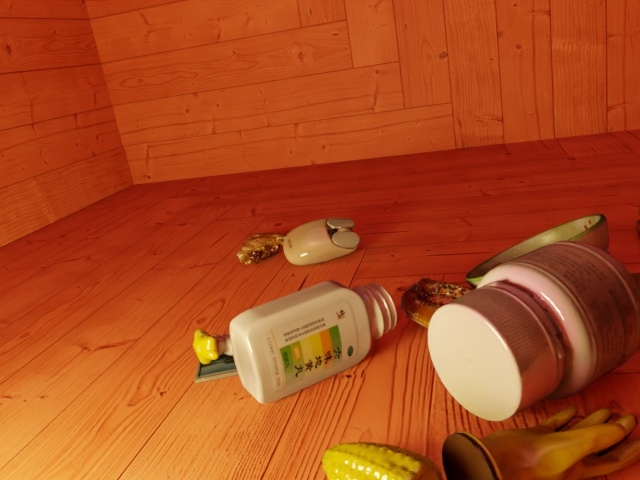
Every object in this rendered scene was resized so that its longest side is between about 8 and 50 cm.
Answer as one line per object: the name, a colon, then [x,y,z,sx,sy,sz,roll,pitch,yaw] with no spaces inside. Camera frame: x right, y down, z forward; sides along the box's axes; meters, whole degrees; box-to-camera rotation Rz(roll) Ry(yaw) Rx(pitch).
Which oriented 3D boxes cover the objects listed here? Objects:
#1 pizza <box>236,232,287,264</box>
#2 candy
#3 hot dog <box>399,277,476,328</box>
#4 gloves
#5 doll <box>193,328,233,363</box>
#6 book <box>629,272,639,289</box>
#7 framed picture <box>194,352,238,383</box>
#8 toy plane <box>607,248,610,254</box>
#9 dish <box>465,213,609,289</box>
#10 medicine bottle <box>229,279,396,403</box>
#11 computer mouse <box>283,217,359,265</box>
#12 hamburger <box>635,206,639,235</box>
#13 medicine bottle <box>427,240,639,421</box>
pizza: [-0.198,0.033,1.915,0.154,0.069,0.194,5,29,38]
candy: [0.075,0.331,0.820,0.106,0.094,0.199,-30,21,-35]
hot dog: [0.290,0.152,1.242,0.268,0.075,0.144,16,40,39]
gloves: [0.327,0.289,0.826,0.295,0.116,0.133,-10,24,-22]
doll: [-0.215,0.236,1.285,0.135,0.071,0.113,9,7,31]
book: [0.683,0.124,1.167,0.389,0.032,0.269,-6,16,32]
framed picture: [-0.197,0.267,1.279,0.149,0.011,0.109,-10,18,-3]
toy plane: [0.657,0.037,1.505,0.167,0.054,0.062,-6,-7,12]
dish: [0.497,0.067,1.302,0.324,0.124,0.324,-27,-2,-1]
medicine bottle: [-0.007,0.184,1.164,0.325,0.179,0.124,-18,19,-28]
computer mouse: [0.000,0.000,1.818,0.237,0.081,0.145,-13,48,0]
hamburger: [0.932,-0.060,1.550,0.191,0.117,0.182,-19,17,-16]
medicine bottle: [0.358,0.149,0.985,0.302,0.241,0.241,-19,20,-27]
